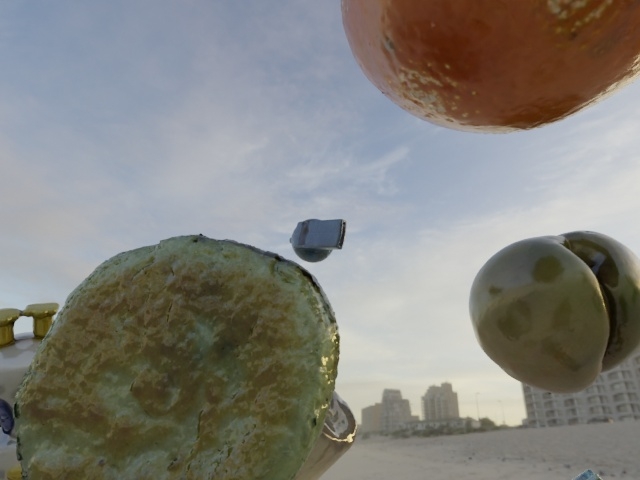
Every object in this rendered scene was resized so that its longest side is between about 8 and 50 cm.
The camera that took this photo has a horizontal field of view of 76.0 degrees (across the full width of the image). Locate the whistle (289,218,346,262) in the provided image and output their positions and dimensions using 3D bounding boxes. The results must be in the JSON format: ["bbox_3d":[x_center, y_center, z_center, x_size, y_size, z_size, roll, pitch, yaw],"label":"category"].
[{"bbox_3d":[0.000,0.000,0.749,0.158,0.090,0.090,0,-22,42],"label":"whistle"}]

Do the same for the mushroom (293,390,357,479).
[{"bbox_3d":[-0.097,0.344,0.569,0.314,0.314,0.336,28,-70,-42],"label":"mushroom"}]

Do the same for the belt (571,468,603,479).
[{"bbox_3d":[0.389,0.399,0.475,0.072,0.302,0.087,-40,3,11],"label":"belt"}]

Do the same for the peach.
[{"bbox_3d":[0.405,0.120,0.716,0.293,0.247,0.292,-22,-37,-18],"label":"peach"}]

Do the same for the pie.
[{"bbox_3d":[-0.142,0.133,0.391,0.324,0.322,0.070,-3,-26,12],"label":"pie"}]

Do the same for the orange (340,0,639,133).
[{"bbox_3d":[0.227,-0.307,0.448,0.326,0.424,0.424,48,-43,-14],"label":"orange"}]

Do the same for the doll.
[{"bbox_3d":[-0.358,0.217,0.501,0.138,0.292,0.119,-3,20,-38],"label":"doll"}]
